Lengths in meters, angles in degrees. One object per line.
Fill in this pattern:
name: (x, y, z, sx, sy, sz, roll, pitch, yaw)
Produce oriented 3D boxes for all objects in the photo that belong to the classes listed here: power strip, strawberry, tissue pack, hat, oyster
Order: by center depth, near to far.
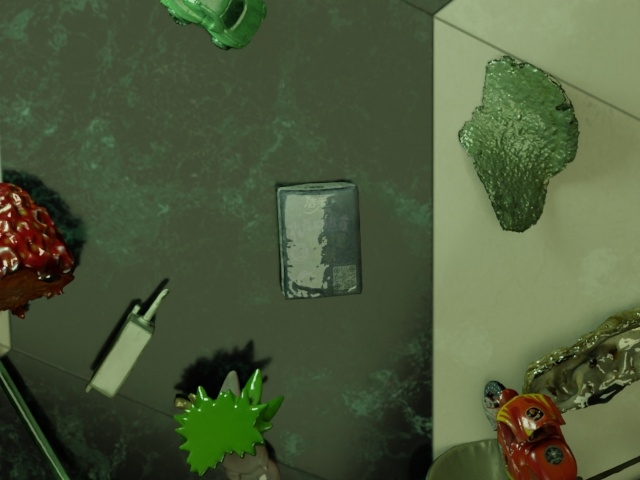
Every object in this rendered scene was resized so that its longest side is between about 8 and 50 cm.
strawberry: (-0.435, 0.007, 1.603, 0.233, 0.234, 0.178, -19, 81, -3)
power strip: (-0.259, 0.138, 1.701, 0.042, 0.075, 0.175, 33, 95, -9)
tissue pack: (0.000, 0.000, 1.723, 0.112, 0.051, 0.156, -4, 100, -9)
oyster: (0.447, 0.160, 1.797, 0.345, 0.079, 0.129, -22, 122, -5)
hat: (0.245, 0.429, 1.817, 0.214, 0.149, 0.245, -10, 62, -18)

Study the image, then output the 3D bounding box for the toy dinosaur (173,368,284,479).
toy dinosaur: (-0.100, 0.269, 1.720, 0.152, 0.177, 0.194, -30, 73, 4)

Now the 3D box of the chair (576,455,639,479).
chair: (0.469, 0.421, 1.813, 0.154, 0.141, 0.260, -24, 146, -2)

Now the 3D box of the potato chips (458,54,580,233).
potato chips: (0.275, -0.130, 1.731, 0.167, 0.059, 0.228, 19, 102, -3)

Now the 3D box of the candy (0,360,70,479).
candy: (-0.375, 0.293, 1.710, 0.119, 0.119, 0.440, -28, 95, -1)

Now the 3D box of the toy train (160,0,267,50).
toy train: (-0.146, -0.317, 1.635, 0.149, 0.081, 0.099, 33, 93, -11)

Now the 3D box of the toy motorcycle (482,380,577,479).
toy motorcycle: (0.304, 0.323, 1.713, 0.089, 0.171, 0.298, -18, 73, -23)
